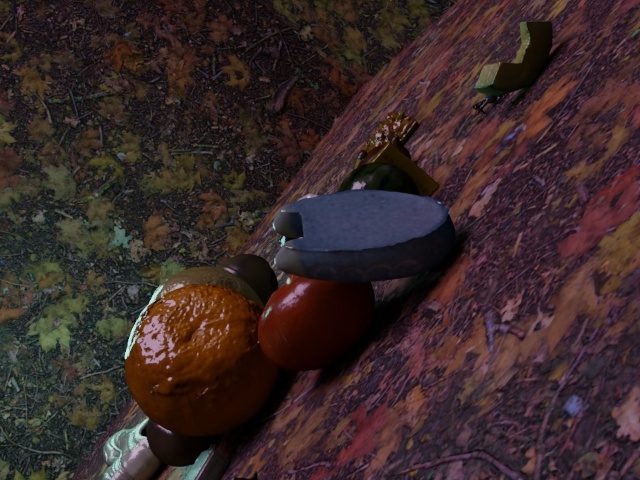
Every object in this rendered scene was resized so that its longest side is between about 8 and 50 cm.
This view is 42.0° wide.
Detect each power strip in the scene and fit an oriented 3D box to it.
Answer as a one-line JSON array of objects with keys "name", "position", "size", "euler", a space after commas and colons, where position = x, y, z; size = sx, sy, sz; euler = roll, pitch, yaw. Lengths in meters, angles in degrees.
[{"name": "power strip", "position": [-0.276, 0.541, 1.697], "size": [0.078, 0.052, 0.272], "euler": [-35, 19, 55]}]

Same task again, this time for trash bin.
[{"name": "trash bin", "position": [-0.246, 0.194, 2.371], "size": [0.333, 0.214, 0.214], "euler": [-61, 13, -14]}]

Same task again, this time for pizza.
[{"name": "pizza", "position": [0.179, -0.291, 2.635], "size": [0.268, 0.087, 0.258], "euler": [-53, 7, -2]}]

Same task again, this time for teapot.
[{"name": "teapot", "position": [0.141, -0.180, 2.245], "size": [0.252, 0.135, 0.178], "euler": [-44, 8, 25]}]

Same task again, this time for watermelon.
[{"name": "watermelon", "position": [0.117, -0.064, 1.778], "size": [0.214, 0.188, 0.188], "euler": [-49, 8, -35]}]

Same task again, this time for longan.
[{"name": "longan", "position": [-0.325, 0.448, 1.965], "size": [0.167, 0.167, 0.187], "euler": [-50, 32, 0]}]

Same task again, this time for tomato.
[{"name": "tomato", "position": [-0.002, 0.135, 1.608], "size": [0.260, 0.180, 0.260], "euler": [-46, 11, 12]}]

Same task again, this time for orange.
[{"name": "orange", "position": [-0.256, 0.271, 1.834], "size": [0.340, 0.341, 0.293], "euler": [-57, -23, -34]}]

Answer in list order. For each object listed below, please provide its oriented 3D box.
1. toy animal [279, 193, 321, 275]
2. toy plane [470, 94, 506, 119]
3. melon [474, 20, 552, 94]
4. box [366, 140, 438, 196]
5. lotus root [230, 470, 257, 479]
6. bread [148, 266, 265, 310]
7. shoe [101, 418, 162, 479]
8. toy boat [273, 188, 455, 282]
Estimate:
[{"name": "toy animal", "position": [0.000, 0.000, 2.057], "size": [0.156, 0.204, 0.208], "euler": [-15, 47, 40]}, {"name": "toy plane", "position": [0.403, -0.338, 1.960], "size": [0.145, 0.037, 0.060], "euler": [-47, 7, 9]}, {"name": "melon", "position": [0.436, -0.397, 1.823], "size": [0.209, 0.118, 0.064], "euler": [-62, 24, 1]}, {"name": "box", "position": [0.120, -0.076, 1.906], "size": [0.279, 0.153, 0.041], "euler": [-47, 11, 14]}, {"name": "lotus root", "position": [-0.169, 0.464, 1.351], "size": [0.125, 0.118, 0.220], "euler": [1, 52, 55]}, {"name": "bread", "position": [-0.289, 0.229, 2.108], "size": [0.320, 0.320, 0.237], "euler": [-52, 38, -8]}, {"name": "shoe", "position": [-0.492, 0.574, 2.316], "size": [0.210, 0.132, 0.342], "euler": [-47, 14, -3]}, {"name": "toy boat", "position": [0.079, 0.008, 1.517], "size": [0.215, 0.330, 0.123], "euler": [-102, 6, -58]}]
